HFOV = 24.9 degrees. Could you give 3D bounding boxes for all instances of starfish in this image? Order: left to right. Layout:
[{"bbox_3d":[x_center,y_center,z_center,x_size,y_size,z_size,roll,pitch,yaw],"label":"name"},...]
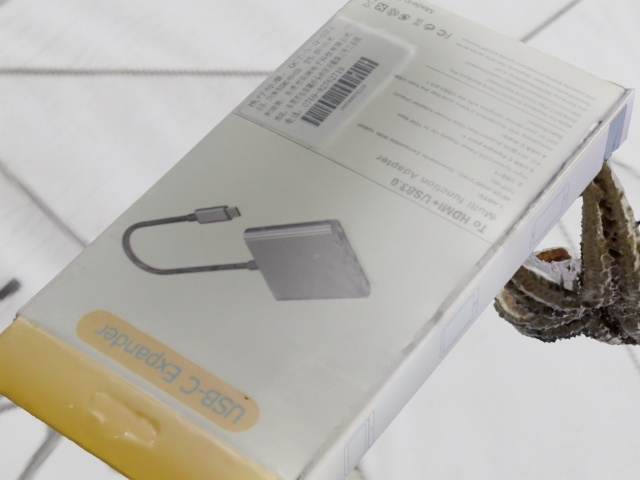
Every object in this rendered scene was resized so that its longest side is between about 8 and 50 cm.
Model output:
[{"bbox_3d":[0.166,0.005,0.786,0.146,0.074,0.190,-3,-23,7],"label":"starfish"}]

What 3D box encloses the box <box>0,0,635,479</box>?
[{"bbox_3d":[0.000,0.000,0.538,0.129,0.247,0.033,29,-32,24],"label":"box"}]
